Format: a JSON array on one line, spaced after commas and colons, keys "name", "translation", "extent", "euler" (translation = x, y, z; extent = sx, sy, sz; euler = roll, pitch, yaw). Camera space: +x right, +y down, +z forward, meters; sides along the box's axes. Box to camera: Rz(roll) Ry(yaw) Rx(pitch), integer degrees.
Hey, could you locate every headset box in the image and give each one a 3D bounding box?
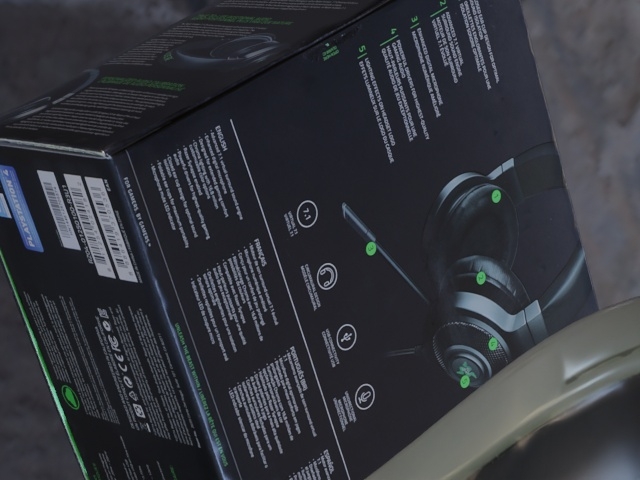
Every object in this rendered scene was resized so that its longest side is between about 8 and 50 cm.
[{"name": "headset box", "translation": [0.000, 0.000, 1.007], "extent": [0.283, 0.131, 0.246], "euler": [-33, 117, -33]}]

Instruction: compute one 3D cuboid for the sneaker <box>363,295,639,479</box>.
[{"name": "sneaker", "translation": [0.026, 0.116, 0.387], "extent": [0.083, 0.222, 0.118], "euler": [13, 47, -28]}]
